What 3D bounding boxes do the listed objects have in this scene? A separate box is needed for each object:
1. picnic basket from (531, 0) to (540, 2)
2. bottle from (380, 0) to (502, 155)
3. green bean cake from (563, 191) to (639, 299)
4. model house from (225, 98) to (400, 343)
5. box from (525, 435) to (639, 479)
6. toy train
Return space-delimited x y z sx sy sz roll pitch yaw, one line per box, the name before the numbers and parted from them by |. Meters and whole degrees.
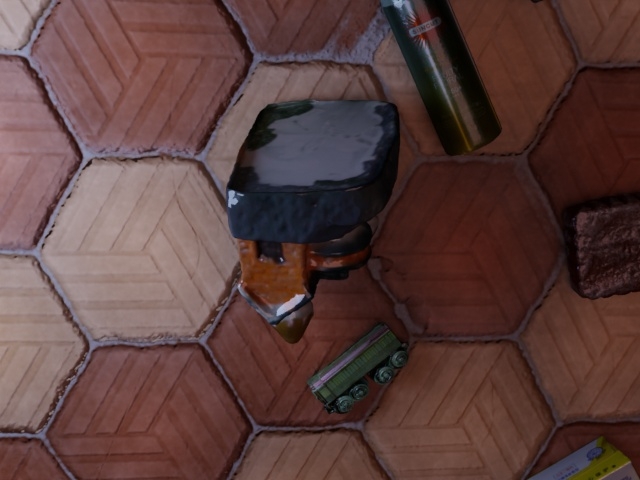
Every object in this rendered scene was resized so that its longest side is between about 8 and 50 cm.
picnic basket | 0.245 -0.393 1.471 0.178 0.128 0.137 26 80 -15
bottle | 0.142 -0.251 1.513 0.082 0.082 0.286 -26 106 -2
green bean cake | 0.404 0.006 1.629 0.135 0.056 0.135 -9 105 -5
model house | 0.000 0.000 1.478 0.190 0.271 0.301 3 120 6
box | 0.410 0.437 1.714 0.168 0.097 0.265 -31 106 0
toy train | 0.056 0.177 1.627 0.148 0.038 0.071 -39 106 1
